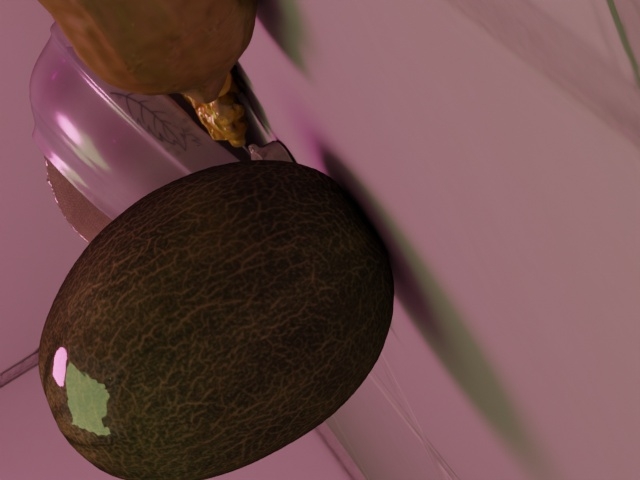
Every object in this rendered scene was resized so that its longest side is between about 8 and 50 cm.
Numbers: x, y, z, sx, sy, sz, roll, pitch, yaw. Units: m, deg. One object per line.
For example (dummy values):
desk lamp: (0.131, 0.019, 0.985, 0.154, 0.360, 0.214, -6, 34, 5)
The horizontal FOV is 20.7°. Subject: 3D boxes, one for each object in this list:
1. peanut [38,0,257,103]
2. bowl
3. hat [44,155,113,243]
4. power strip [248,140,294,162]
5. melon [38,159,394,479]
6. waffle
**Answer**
peanut: (-0.146, -0.211, 1.214, 0.174, 0.158, 0.340, 14, 147, 44)
bowl: (-0.203, -0.111, 1.870, 0.287, 0.144, 0.287, 45, -177, -3)
hat: (-0.198, -0.111, 2.124, 0.257, 0.257, 0.130, 57, -150, 11)
power strip: (0.000, 0.000, 1.686, 0.227, 0.029, 0.080, 59, 172, -7)
melon: (-0.089, 0.068, 1.444, 0.237, 0.302, 0.237, 56, 176, 6)
waffle: (-0.150, -0.216, 1.688, 0.262, 0.060, 0.280, 52, 173, 25)
